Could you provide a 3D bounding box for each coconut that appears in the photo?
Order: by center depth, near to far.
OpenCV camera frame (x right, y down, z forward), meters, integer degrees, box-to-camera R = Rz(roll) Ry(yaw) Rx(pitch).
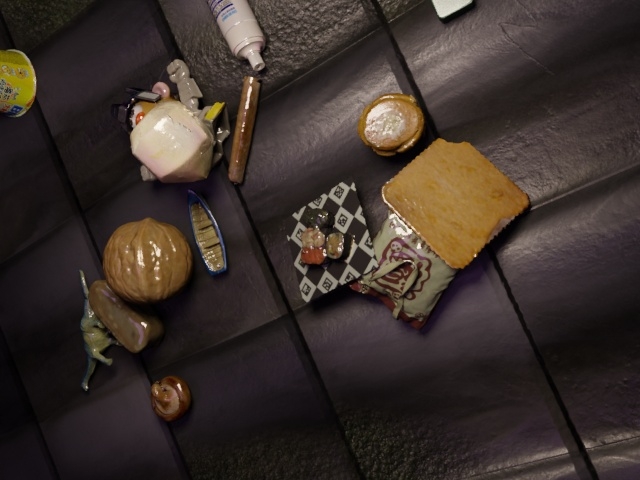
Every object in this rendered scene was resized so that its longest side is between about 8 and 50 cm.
[{"bbox_3d":[-0.312,-0.207,1.172,0.183,0.171,0.171,41,111,-17],"label":"coconut"}]

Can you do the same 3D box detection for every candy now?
[{"bbox_3d":[-0.531,0.200,1.466,0.234,0.104,0.102,40,103,13],"label":"candy"}]

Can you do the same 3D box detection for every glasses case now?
[{"bbox_3d":[0.249,-0.551,1.106,0.078,0.039,0.184,-23,87,22],"label":"glasses case"}]

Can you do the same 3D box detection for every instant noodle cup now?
[{"bbox_3d":[-0.948,-0.465,1.538,0.205,0.153,0.205,2,95,21],"label":"instant noodle cup"}]

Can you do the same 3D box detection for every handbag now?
[{"bbox_3d":[0.189,0.051,1.149,0.213,0.127,0.235,32,117,6],"label":"handbag"}]

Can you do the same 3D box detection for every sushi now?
[{"bbox_3d":[0.000,0.000,1.196,0.231,0.047,0.219,-30,65,36],"label":"sushi"}]

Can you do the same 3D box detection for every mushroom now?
[{"bbox_3d":[-0.404,0.429,1.447,0.127,0.087,0.127,2,95,26],"label":"mushroom"}]

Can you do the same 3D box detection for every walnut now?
[{"bbox_3d":[-0.436,0.053,1.360,0.228,0.228,0.228,2,96,22],"label":"walnut"}]

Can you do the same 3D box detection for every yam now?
[{"bbox_3d":[-0.188,-0.267,1.309,0.046,0.046,0.264,15,100,20],"label":"yam"}]

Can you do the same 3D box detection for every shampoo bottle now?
[{"bbox_3d":[-0.208,-0.540,1.264,0.092,0.092,0.303,-29,85,22],"label":"shampoo bottle"}]

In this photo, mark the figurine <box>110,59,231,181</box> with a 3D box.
[{"bbox_3d":[-0.371,-0.283,1.329,0.308,0.143,0.308,-3,79,13],"label":"figurine"}]

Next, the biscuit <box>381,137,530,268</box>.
[{"bbox_3d":[0.274,-0.089,1.099,0.232,0.013,0.237,-41,77,-10],"label":"biscuit"}]

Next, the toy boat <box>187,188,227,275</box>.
[{"bbox_3d":[-0.289,-0.025,1.375,0.080,0.046,0.229,-21,87,23],"label":"toy boat"}]

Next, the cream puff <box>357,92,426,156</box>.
[{"bbox_3d":[0.151,-0.245,1.142,0.144,0.103,0.126,-17,96,7],"label":"cream puff"}]

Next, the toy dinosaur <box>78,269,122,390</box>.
[{"bbox_3d":[-0.645,0.267,1.534,0.147,0.076,0.363,3,99,26],"label":"toy dinosaur"}]
